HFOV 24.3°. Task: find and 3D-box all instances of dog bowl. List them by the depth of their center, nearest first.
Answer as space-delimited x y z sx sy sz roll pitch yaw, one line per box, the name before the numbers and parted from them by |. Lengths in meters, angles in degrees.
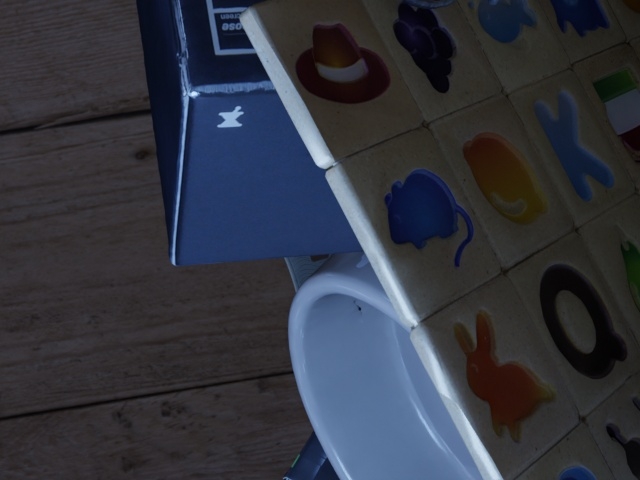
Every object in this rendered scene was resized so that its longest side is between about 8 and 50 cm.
dog bowl | 0.103 0.139 1.127 0.349 0.102 0.348 43 151 31

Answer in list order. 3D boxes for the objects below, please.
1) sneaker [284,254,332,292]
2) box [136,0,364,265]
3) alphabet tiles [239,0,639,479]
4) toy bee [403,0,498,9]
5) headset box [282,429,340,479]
sneaker | 0.000 0.000 1.448 0.118 0.083 0.222 44 -143 -85
box | 0.040 -0.157 0.889 0.182 0.296 0.294 103 160 -56
alphabet tiles | 0.108 -0.011 0.577 0.285 0.011 0.342 -27 -92 -51
toy bee | 0.139 -0.209 0.579 0.162 0.195 0.298 -31 40 42
headset box | 0.082 0.199 1.491 0.283 0.131 0.246 -58 -13 -19
